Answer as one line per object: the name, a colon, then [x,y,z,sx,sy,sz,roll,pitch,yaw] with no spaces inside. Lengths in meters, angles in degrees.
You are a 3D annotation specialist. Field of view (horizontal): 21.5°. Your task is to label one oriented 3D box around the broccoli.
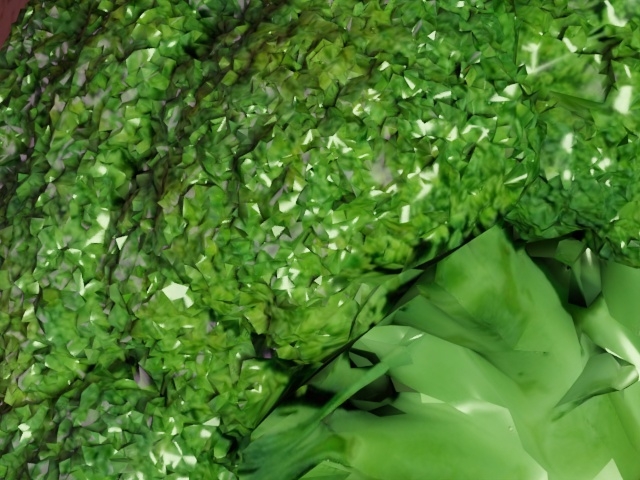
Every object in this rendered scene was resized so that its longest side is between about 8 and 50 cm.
broccoli: [-0.003,0.002,0.703,0.321,0.310,0.413,21,62,47]
